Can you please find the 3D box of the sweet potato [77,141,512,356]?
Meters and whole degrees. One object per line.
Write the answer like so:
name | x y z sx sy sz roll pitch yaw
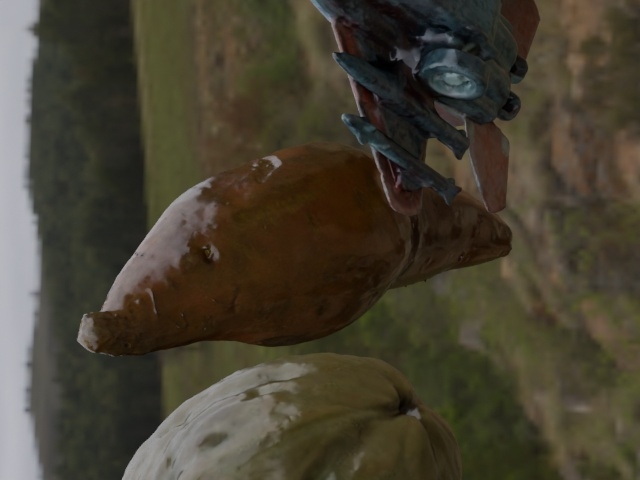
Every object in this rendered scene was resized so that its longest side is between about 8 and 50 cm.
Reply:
sweet potato | -0.004 0.000 0.945 0.112 0.359 0.112 15 114 38

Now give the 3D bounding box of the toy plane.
toy plane | 0.030 -0.148 0.869 0.326 0.104 0.223 41 -125 -49

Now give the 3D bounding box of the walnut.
walnut | -0.029 0.207 1.225 0.227 0.283 0.283 53 157 21
